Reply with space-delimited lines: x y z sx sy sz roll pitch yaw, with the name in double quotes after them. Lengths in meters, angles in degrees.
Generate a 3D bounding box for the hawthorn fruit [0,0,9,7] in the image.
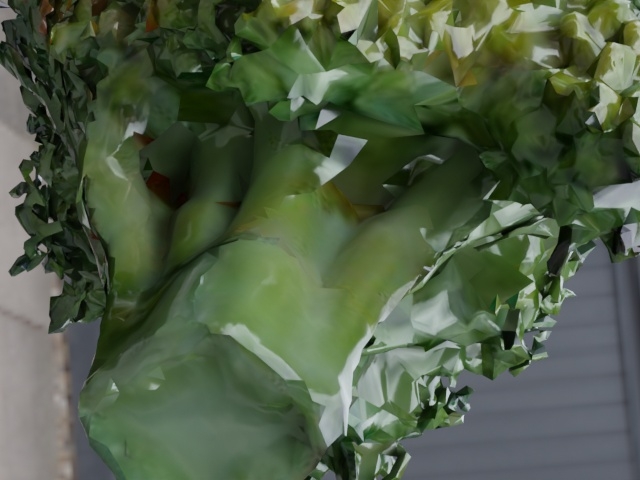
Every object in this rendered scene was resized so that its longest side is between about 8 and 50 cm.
-0.271 -0.157 0.816 0.268 0.301 0.267 -44 -149 36 "hawthorn fruit"

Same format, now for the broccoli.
0.000 0.000 0.443 0.194 0.220 0.194 -15 90 -70 "broccoli"
